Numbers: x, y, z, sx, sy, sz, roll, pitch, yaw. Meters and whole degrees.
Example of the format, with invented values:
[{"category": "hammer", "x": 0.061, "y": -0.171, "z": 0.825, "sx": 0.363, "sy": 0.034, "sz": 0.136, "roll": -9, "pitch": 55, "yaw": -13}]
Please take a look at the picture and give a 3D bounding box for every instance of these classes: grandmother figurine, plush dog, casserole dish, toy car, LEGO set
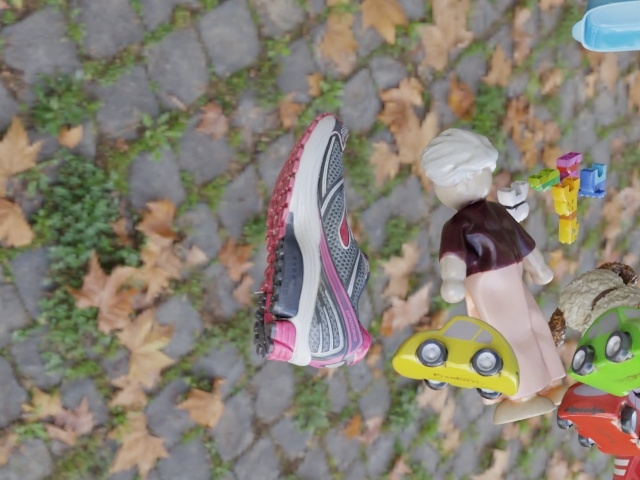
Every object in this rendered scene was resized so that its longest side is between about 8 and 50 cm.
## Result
[{"category": "grandmother figurine", "x": 0.195, "y": 0.034, "z": 1.299, "sx": 0.208, "sy": 0.104, "sz": 0.342, "roll": -6, "pitch": 79, "yaw": -59}, {"category": "plush dog", "x": 0.556, "y": 0.145, "z": 2.158, "sx": 0.262, "sy": 0.225, "sz": 0.210, "roll": -37, "pitch": 133, "yaw": -13}, {"category": "casserole dish", "x": 0.382, "y": -0.259, "z": 1.278, "sx": 0.114, "sy": 0.189, "sz": 0.037, "roll": 58, "pitch": 32, "yaw": -68}, {"category": "toy car", "x": 0.197, "y": 0.092, "z": 0.829, "sx": 0.239, "sy": 0.225, "sz": 0.053, "roll": 22, "pitch": 66, "yaw": -15}, {"category": "LEGO set", "x": 0.349, "y": -0.052, "z": 1.626, "sx": 0.227, "sy": 0.087, "sz": 0.093, "roll": -25, "pitch": 119, "yaw": -46}]

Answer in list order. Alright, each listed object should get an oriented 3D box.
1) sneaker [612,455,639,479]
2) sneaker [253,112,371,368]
[{"category": "sneaker", "x": 0.366, "y": 0.269, "z": 1.150, "sx": 0.087, "sy": 0.221, "sz": 0.128, "roll": -18, "pitch": 108, "yaw": -22}, {"category": "sneaker", "x": 0.000, "y": 0.000, "z": 1.217, "sx": 0.112, "sy": 0.121, "sz": 0.299, "roll": 13, "pitch": 63, "yaw": -14}]
